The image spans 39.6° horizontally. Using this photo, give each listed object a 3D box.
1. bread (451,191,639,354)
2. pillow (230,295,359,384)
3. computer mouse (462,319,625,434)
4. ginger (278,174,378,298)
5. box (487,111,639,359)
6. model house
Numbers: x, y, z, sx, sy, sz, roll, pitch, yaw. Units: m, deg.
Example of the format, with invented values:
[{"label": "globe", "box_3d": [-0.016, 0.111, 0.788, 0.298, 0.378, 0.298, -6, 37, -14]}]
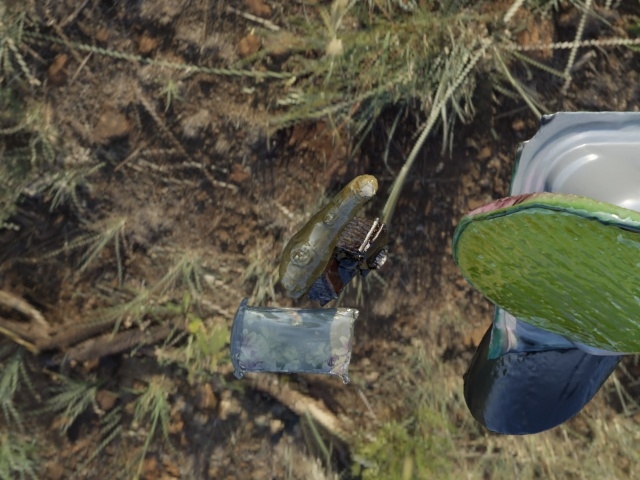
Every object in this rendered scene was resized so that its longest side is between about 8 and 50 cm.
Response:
[{"label": "bread", "box_3d": [0.213, 0.027, 0.705, 0.228, 0.034, 0.228, 19, 157, 8]}, {"label": "pillow", "box_3d": [-0.054, 0.203, 1.785, 0.254, 0.059, 0.169, 4, 88, 0]}, {"label": "computer mouse", "box_3d": [0.263, 0.097, 0.982, 0.264, 0.147, 0.088, -43, 134, -12]}, {"label": "ginger", "box_3d": [0.000, 0.000, 1.506, 0.081, 0.148, 0.334, 43, 126, 12]}, {"label": "box", "box_3d": [0.343, 0.017, 0.842, 0.336, 0.106, 0.264, -2, 118, -7]}, {"label": "model house", "box_3d": [0.055, 0.045, 1.736, 0.141, 0.164, 0.203, 40, 81, -23]}]
